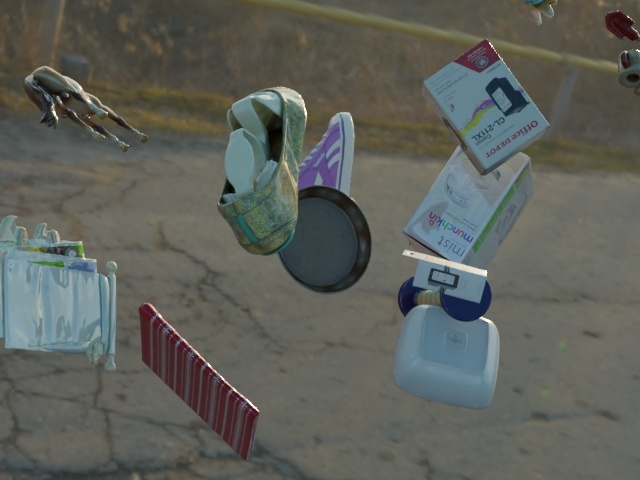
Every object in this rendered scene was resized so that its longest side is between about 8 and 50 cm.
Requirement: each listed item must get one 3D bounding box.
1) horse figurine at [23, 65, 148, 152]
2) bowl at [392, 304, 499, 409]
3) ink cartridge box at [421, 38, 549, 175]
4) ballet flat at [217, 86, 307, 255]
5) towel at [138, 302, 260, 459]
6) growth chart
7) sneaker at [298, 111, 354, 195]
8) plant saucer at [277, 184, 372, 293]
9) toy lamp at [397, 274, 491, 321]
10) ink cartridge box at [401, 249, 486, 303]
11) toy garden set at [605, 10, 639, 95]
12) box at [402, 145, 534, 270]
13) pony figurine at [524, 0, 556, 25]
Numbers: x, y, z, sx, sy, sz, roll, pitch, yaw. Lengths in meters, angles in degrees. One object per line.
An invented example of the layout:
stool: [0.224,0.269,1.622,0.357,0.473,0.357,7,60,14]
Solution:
horse figurine: [-0.360,-0.194,1.510,0.174,0.066,0.263,33,3,11]
bowl: [0.174,0.147,1.402,0.142,0.053,0.142,13,48,2]
ink cartridge box: [0.264,-0.212,1.675,0.175,0.127,0.072,55,-1,6]
ballet flat: [-0.086,-0.131,1.444,0.123,0.123,0.349,12,43,-12]
towel: [-0.205,0.234,1.743,0.275,0.199,0.031,41,62,17]
growth chart: [-0.337,0.067,1.306,0.021,0.172,0.237,-9,-18,35]
sneaker: [-0.019,-0.138,1.989,0.161,0.102,0.282,7,56,1]
plant saucer: [0.000,0.000,1.589,0.168,0.169,0.029,6,-13,-28]
toy lamp: [0.167,0.081,1.486,0.080,0.080,0.274,12,-7,-10]
ink cartridge box: [0.117,0.034,1.011,0.083,0.028,0.048,15,7,7]
toy garden set: [0.392,-0.170,1.038,0.244,0.203,0.049,39,45,-31]
box: [0.274,-0.053,1.907,0.126,0.231,0.262,32,-4,17]
pony figurine: [0.332,-0.601,1.835,0.302,0.351,0.363,-15,45,-16]
